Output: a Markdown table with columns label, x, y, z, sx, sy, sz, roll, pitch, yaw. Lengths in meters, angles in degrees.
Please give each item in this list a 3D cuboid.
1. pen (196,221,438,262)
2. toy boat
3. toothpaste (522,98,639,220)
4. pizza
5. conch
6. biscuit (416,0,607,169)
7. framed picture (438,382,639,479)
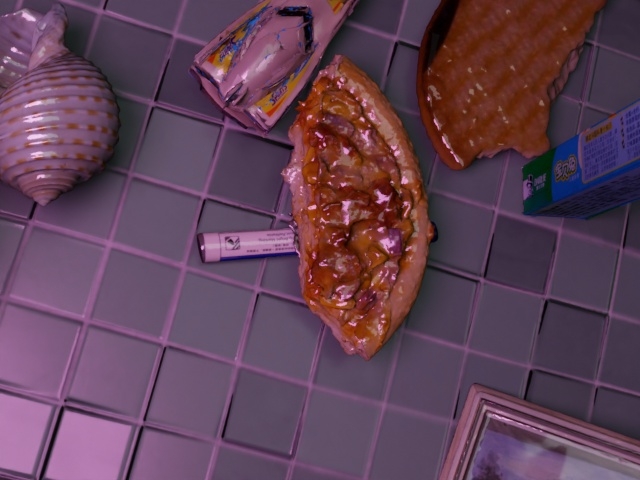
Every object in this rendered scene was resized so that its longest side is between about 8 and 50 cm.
| label | x | y | z | sx | sy | sz | roll | pitch | yaw |
| --- | --- | --- | --- | --- | --- | --- | --- | --- | --- |
| pen | 0.000 | 0.000 | 0.786 | 0.204 | 0.025 | 0.025 | -4 | 81 | -15 |
| toy boat | -0.022 | -0.178 | 0.790 | 0.084 | 0.066 | 0.210 | 40 | 73 | -6 |
| toothpaste | 0.239 | -0.065 | 0.728 | 0.065 | 0.267 | 0.050 | 1 | 80 | -13 |
| pizza | 0.032 | -0.029 | 0.756 | 0.127 | 0.058 | 0.246 | 9 | 75 | -13 |
| conch | -0.218 | -0.094 | 0.710 | 0.135 | 0.102 | 0.153 | -8 | 48 | -7 |
| biscuit | 0.179 | -0.164 | 0.855 | 0.229 | 0.031 | 0.176 | -24 | 87 | -18 |
| framed picture | 0.224 | 0.265 | 0.740 | 0.296 | 0.019 | 0.232 | 18 | 75 | 12 |
